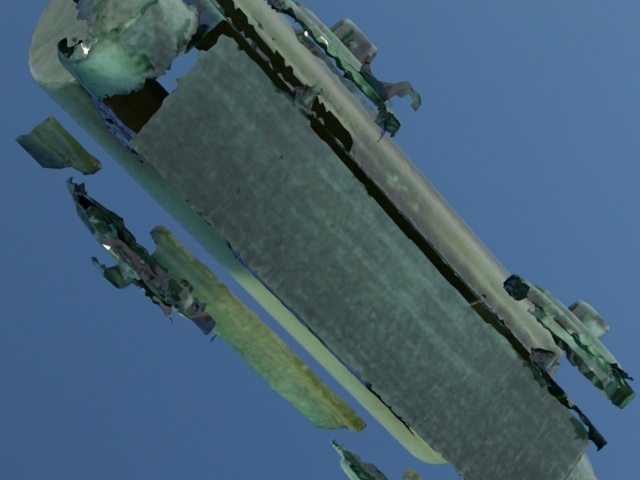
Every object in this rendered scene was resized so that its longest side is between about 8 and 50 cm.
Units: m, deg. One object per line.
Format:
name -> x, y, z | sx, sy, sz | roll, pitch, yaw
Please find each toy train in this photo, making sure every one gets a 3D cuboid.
toy train -> -0.007, 0.005, 0.694 | 0.307, 0.126, 0.189 | 46, 173, -31
